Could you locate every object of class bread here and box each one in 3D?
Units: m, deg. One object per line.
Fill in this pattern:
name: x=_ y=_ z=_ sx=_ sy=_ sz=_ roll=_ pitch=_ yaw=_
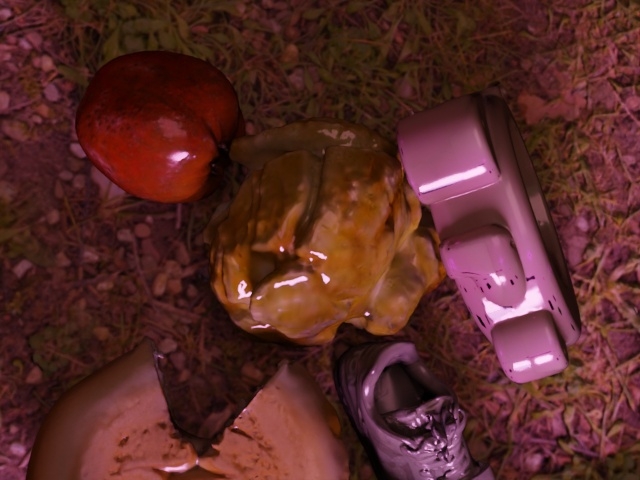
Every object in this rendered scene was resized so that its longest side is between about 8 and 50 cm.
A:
bread: x=-0.136 y=0.261 z=1.208 sx=0.333 sy=0.160 sz=0.333 roll=2 pitch=77 yaw=-8

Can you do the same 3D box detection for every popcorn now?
popcorn: x=0.003 y=0.006 z=1.269 sx=0.277 sy=0.276 sz=0.225 roll=-2 pitch=59 yaw=-11

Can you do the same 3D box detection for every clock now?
clock: x=0.194 y=-0.013 z=1.281 sx=0.114 sy=0.284 sz=0.309 roll=-19 pitch=94 yaw=14

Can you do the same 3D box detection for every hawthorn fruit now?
hawthorn fruit: x=-0.179 y=-0.124 z=1.290 sx=0.189 sy=0.189 sz=0.189 roll=2 pitch=77 yaw=-10

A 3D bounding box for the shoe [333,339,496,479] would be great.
shoe: x=0.119 y=0.234 z=1.270 sx=0.109 sy=0.149 sz=0.293 roll=-30 pitch=83 yaw=-17
